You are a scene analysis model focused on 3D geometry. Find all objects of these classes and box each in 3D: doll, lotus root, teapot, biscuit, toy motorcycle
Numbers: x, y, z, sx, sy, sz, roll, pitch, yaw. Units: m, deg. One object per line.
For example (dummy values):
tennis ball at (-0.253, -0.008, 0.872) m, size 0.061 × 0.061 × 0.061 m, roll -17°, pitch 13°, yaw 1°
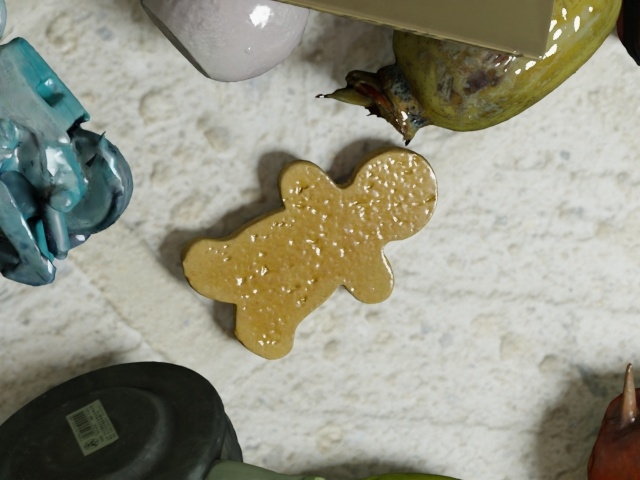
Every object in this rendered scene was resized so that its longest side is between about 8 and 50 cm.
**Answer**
doll at (-0.018, -0.261, 1.392) m, size 0.287 × 0.151 × 0.151 m, roll -45°, pitch 109°, yaw -2°
lotus root at (0.134, -0.166, 1.430) m, size 0.278 × 0.154 × 0.154 m, roll -36°, pitch 109°, yaw 4°
teapot at (-0.124, 0.249, 1.470) m, size 0.321 × 0.239 × 0.239 m, roll -16°, pitch 122°, yaw 9°
biscuit at (0.000, -0.001, 1.520) m, size 0.240 × 0.035 × 0.158 m, roll -33°, pitch 111°, yaw 2°
toy motorcycle at (-0.287, -0.085, 1.397) m, size 0.206 × 0.154 × 0.260 m, roll -32°, pitch 103°, yaw 25°

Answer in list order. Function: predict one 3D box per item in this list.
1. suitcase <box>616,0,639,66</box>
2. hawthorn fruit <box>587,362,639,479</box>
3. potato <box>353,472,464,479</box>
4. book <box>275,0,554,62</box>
suitcase at (0.409, -0.256, 1.447) m, size 0.297 × 0.161 × 0.236 m, roll -5°, pitch 108°, yaw -9°
hawthorn fruit at (0.351, 0.220, 1.567) m, size 0.210 × 0.210 × 0.262 m, roll -41°, pitch 95°, yaw 4°
potato at (0.066, 0.308, 1.565) m, size 0.253 × 0.148 × 0.186 m, roll -16°, pitch 106°, yaw -4°
book at (0.048, -0.277, 1.313) m, size 0.310 × 0.021 × 0.217 m, roll 12°, pitch 87°, yaw -11°
